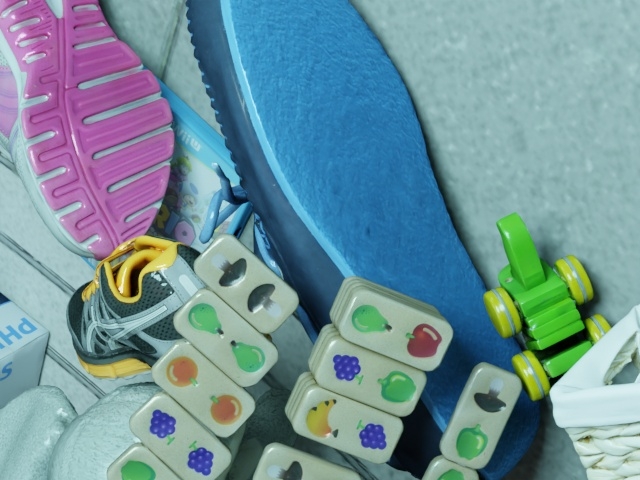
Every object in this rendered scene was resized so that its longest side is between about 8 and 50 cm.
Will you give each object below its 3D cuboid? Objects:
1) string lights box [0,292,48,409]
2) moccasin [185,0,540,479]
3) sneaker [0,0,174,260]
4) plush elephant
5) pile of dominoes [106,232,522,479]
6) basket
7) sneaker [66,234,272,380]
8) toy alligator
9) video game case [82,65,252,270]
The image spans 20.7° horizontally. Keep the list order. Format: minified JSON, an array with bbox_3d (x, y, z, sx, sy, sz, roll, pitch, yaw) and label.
[{"bbox_3d":[-0.348,0.048,1.339,0.260,0.133,0.076,37,130,22],"label":"string lights box"},{"bbox_3d":[0.000,0.000,1.016,0.117,0.138,0.342,-17,99,49],"label":"moccasin"},{"bbox_3d":[-0.175,-0.100,1.137,0.111,0.103,0.252,-41,65,58],"label":"sneaker"},{"bbox_3d":[-0.086,0.198,1.114,0.272,0.330,0.255,3,93,44],"label":"plush elephant"},{"bbox_3d":[-0.016,0.140,0.951,0.196,0.040,0.251,22,99,-11],"label":"pile of dominoes"},{"bbox_3d":[0.222,0.090,0.888,0.167,0.113,0.103,-11,108,43],"label":"basket"},{"bbox_3d":[-0.103,0.035,1.053,0.215,0.084,0.083,2,127,60],"label":"sneaker"},{"bbox_3d":[0.140,0.071,0.993,0.189,0.056,0.051,65,176,-6],"label":"toy alligator"},{"bbox_3d":[-0.109,-0.020,1.183,0.119,0.015,0.166,43,132,16],"label":"video game case"}]
